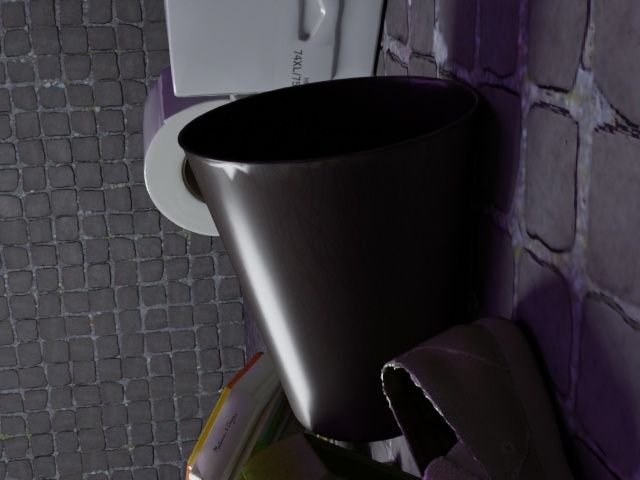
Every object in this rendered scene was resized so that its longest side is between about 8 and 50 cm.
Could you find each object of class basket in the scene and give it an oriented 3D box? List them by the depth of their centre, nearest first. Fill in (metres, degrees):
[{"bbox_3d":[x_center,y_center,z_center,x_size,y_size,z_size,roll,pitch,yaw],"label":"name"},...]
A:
[{"bbox_3d":[0.023,0.016,0.659,0.154,0.204,0.227,-66,-32,-59],"label":"basket"}]

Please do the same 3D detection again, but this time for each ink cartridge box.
[{"bbox_3d":[-0.058,-0.303,0.884,0.198,0.197,0.270,96,166,-52],"label":"ink cartridge box"}]

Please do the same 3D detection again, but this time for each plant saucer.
[{"bbox_3d":[0.047,0.183,0.616,0.188,0.188,0.045,175,118,-81],"label":"plant saucer"}]

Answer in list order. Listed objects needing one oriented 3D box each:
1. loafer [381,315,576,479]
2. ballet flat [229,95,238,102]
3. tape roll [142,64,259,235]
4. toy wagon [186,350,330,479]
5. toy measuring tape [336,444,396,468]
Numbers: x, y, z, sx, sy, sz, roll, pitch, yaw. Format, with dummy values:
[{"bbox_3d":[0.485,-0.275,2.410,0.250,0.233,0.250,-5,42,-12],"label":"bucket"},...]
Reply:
[{"bbox_3d":[0.094,0.160,0.492,0.269,0.092,0.102,-104,12,-45],"label":"loafer"},{"bbox_3d":[-0.043,-0.208,1.065,0.139,0.139,0.400,106,158,-66],"label":"ballet flat"},{"bbox_3d":[-0.156,-0.152,1.453,0.169,0.246,0.246,-105,14,-53],"label":"tape roll"},{"bbox_3d":[-0.065,0.262,1.194,0.267,0.068,0.344,-63,-18,-5],"label":"toy wagon"},{"bbox_3d":[0.005,0.289,1.064,0.330,0.121,0.121,114,150,-72],"label":"toy measuring tape"}]
